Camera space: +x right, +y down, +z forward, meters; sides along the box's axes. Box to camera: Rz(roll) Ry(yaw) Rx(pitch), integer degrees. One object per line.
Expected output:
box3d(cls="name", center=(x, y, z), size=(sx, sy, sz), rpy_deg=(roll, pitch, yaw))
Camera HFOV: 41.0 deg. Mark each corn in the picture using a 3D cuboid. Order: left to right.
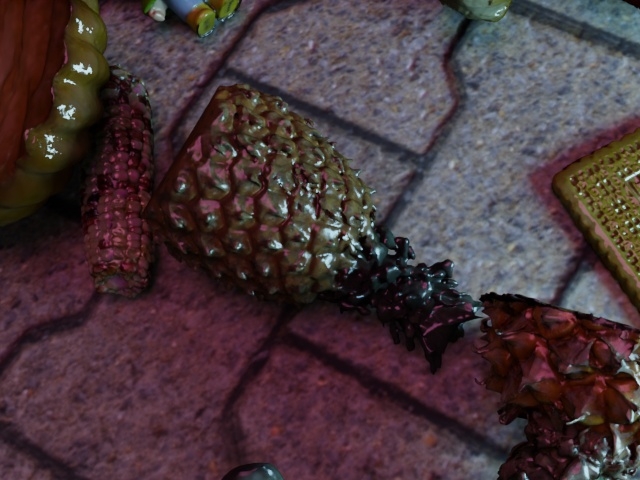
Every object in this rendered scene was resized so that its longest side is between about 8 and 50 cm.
box3d(cls="corn", center=(-0.236, -0.075, 0.978), size=(0.092, 0.092, 0.280), rpy_deg=(-9, 68, 3))

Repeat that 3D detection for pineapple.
box3d(cls="pineapple", center=(0.000, 0.000, 0.886), size=(0.362, 0.202, 0.202), rpy_deg=(34, 74, 0))
box3d(cls="pineapple", center=(0.216, 0.213, 0.749), size=(0.262, 0.262, 0.272), rpy_deg=(20, 83, 15))

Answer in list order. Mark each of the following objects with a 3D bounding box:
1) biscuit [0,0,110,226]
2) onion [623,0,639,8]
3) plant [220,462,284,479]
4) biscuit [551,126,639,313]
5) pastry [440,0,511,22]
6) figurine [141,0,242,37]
box3d(cls="biscuit", center=(-0.347, -0.158, 0.966), size=(0.325, 0.107, 0.326), rpy_deg=(-15, 65, 35))
box3d(cls="onion", center=(0.418, -0.407, 0.957), size=(0.314, 0.232, 0.314), rpy_deg=(3, 79, -16))
box3d(cls="plant", center=(-0.049, 0.285, 0.706), size=(0.149, 0.274, 0.146), rpy_deg=(-4, 61, 4))
box3d(cls="biscuit", center=(0.381, -0.012, 0.909), size=(0.172, 0.029, 0.254), rpy_deg=(-28, 66, -5))
box3d(cls="pastry", center=(0.200, -0.349, 0.978), size=(0.093, 0.182, 0.192), rpy_deg=(17, 108, 3))
box3d(cls="figurine", center=(-0.216, -0.373, 1.084), size=(0.162, 0.143, 0.263), rpy_deg=(-42, 86, -3))
